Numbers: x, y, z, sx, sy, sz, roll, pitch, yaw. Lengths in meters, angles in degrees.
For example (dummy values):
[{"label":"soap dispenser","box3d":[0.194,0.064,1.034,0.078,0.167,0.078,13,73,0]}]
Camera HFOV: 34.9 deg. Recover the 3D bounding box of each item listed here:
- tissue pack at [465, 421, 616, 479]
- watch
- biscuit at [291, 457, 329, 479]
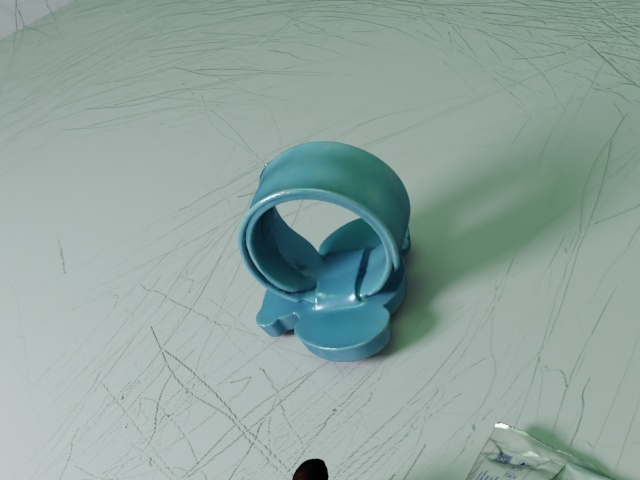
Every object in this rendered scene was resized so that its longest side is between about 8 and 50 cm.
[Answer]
[{"label":"tissue pack","box3d":[0.148,0.240,0.825,0.122,0.026,0.193,14,52,41]},{"label":"watch","box3d":[0.000,0.000,1.072,0.211,0.193,0.211,-15,36,11]},{"label":"biscuit","box3d":[-0.080,0.281,0.860,0.235,0.063,0.151,-30,26,23]}]
